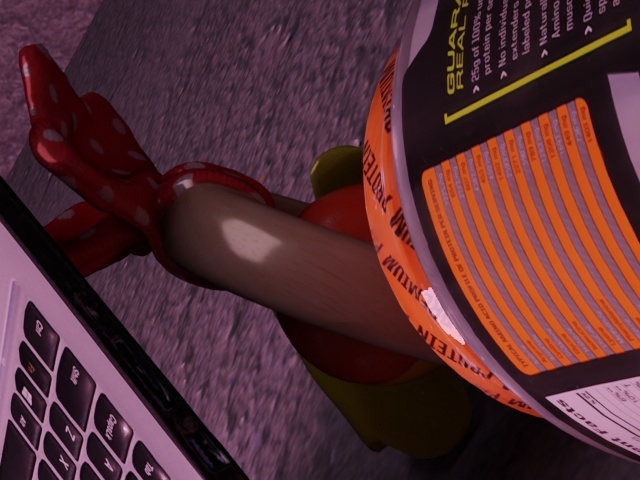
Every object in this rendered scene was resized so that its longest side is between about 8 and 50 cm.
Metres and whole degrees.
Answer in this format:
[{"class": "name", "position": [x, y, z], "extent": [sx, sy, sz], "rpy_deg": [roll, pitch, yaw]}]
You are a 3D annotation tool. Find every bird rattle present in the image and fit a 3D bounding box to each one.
[{"class": "bird rattle", "position": [0.000, 0.000, 0.804], "extent": [0.207, 0.253, 0.143], "rpy_deg": [19, 84, 48]}]

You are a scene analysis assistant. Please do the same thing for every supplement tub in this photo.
[{"class": "supplement tub", "position": [0.141, -0.042, 0.491], "extent": [0.316, 0.194, 0.193], "rpy_deg": [-21, 44, 65]}]

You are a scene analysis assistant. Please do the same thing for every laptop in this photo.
[{"class": "laptop", "position": [-0.161, 0.214, 0.771], "extent": [0.236, 0.408, 0.382], "rpy_deg": [-30, -22, -29]}]
